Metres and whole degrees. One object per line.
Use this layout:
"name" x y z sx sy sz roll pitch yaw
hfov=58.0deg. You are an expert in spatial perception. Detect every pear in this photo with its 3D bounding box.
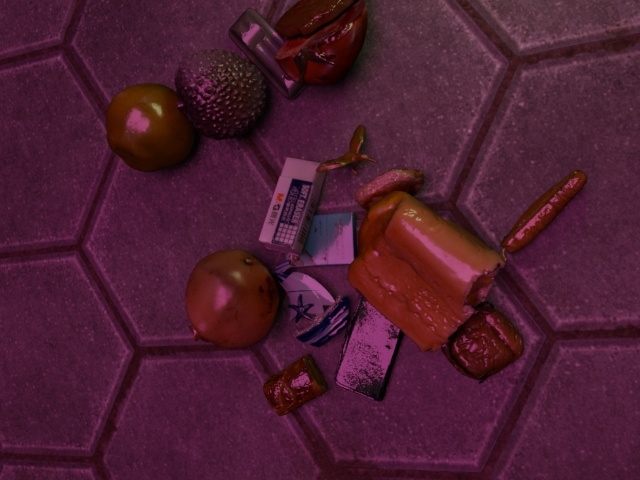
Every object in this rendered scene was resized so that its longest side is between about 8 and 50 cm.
"pear" -0.555 -0.376 1.906 0.294 0.294 0.294 -1 88 20

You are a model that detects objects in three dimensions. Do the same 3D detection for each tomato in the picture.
"tomato" 0.029 -0.573 1.738 0.309 0.309 0.170 -21 126 16

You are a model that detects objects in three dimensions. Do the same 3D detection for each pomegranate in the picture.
"pomegranate" -0.281 0.189 1.771 0.319 0.319 0.319 -1 88 20

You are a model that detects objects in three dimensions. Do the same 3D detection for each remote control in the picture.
"remote control" -0.166 -0.610 1.875 0.128 0.065 0.335 -45 74 15

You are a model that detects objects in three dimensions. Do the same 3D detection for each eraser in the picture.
"eraser" -0.085 -0.105 1.780 0.130 0.086 0.287 13 76 22

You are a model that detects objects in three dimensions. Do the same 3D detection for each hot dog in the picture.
"hot dog" 0.607 -0.074 1.568 0.068 0.083 0.289 43 103 -3

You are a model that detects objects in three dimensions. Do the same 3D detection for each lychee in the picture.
"lychee" -0.317 -0.468 1.813 0.300 0.300 0.300 -1 88 20

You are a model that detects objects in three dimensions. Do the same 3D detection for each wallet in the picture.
"wallet" 0.155 0.307 1.733 0.172 0.045 0.318 17 93 17

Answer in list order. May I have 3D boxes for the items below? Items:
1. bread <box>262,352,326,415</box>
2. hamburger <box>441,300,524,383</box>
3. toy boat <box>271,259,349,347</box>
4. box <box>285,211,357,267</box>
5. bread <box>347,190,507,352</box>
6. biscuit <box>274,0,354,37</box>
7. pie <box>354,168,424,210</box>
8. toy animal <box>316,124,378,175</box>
"bread" -0.082 0.449 1.783 0.172 0.103 0.132 -34 81 13
"hamburger" 0.440 0.286 1.588 0.206 0.130 0.183 -40 78 12
"toy boat" -0.047 0.207 1.788 0.291 0.070 0.210 29 105 17
"box" 0.000 0.000 1.803 0.229 0.041 0.162 -4 85 20
"bread" 0.273 0.051 1.564 0.394 0.250 0.361 41 134 16
"biscuit" -0.010 -0.706 1.742 0.273 0.049 0.257 -44 36 -12
"pie" 0.203 -0.144 1.662 0.205 0.179 0.084 -31 73 23
"toy animal" 0.110 -0.246 1.749 0.155 0.095 0.219 26 66 19
